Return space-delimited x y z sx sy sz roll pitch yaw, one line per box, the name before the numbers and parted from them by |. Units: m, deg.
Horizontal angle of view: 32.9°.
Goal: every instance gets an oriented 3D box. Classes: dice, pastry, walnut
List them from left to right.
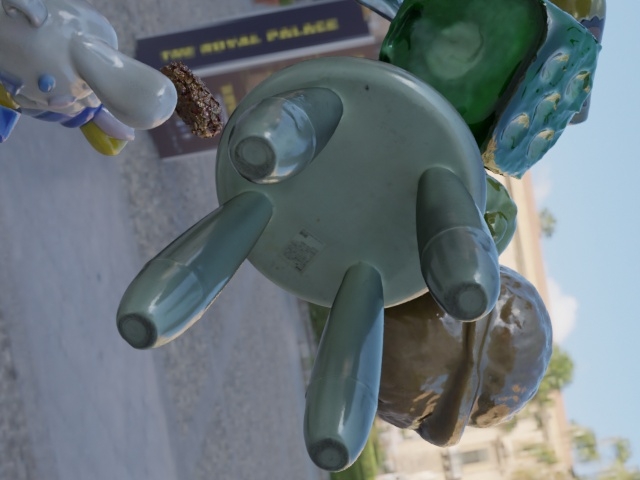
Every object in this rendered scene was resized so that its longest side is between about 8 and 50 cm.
pastry | -0.236 -0.248 1.879 0.169 0.087 0.063 45 23 23
walnut | 0.165 0.134 1.461 0.285 0.296 0.285 -171 -90 -81
dice | 0.128 -0.131 0.833 0.128 0.131 0.120 38 14 32

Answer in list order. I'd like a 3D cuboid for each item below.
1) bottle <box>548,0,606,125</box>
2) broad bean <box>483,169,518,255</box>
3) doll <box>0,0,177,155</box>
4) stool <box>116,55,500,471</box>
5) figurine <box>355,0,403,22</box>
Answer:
bottle | 0.417 -0.389 1.907 0.171 0.172 0.351 -98 -167 -68
broad bean | 0.111 -0.026 1.358 0.238 0.291 0.119 -55 130 -38
doll | -0.372 -0.226 1.396 0.376 0.187 0.365 50 -15 1
stool | 0.000 0.000 0.699 0.195 0.195 0.198 -53 -175 30
figurine | 0.144 -0.437 1.272 0.340 0.231 0.323 -55 -164 25
